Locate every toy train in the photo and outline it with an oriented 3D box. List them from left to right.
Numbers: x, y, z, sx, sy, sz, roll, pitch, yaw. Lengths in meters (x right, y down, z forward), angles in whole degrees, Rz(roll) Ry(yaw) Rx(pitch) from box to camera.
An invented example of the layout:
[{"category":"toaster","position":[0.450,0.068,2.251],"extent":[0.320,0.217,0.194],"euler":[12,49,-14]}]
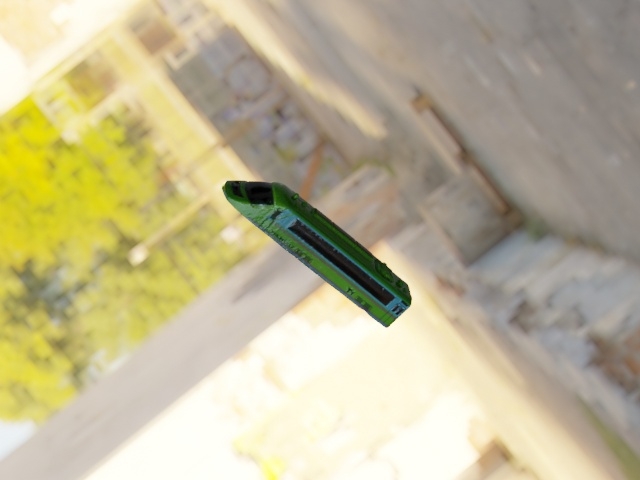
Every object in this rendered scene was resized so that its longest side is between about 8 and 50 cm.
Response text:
[{"category":"toy train","position":[0.000,0.000,1.732],"extent":[0.209,0.042,0.044],"euler":[39,-161,-26]}]
